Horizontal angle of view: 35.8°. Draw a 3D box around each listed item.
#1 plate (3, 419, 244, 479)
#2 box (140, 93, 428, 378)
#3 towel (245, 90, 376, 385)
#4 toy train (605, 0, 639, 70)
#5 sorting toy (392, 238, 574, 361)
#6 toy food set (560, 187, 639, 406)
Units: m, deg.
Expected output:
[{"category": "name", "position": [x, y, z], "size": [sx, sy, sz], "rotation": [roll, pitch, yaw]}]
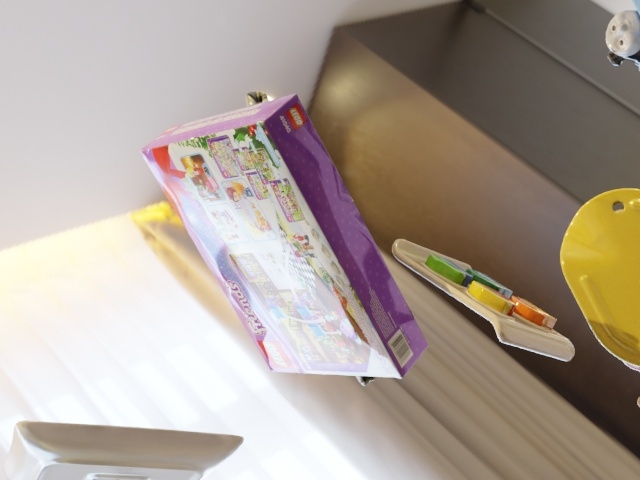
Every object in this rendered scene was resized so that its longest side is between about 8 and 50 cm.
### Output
[{"category": "plate", "position": [-0.265, 0.296, 1.289], "size": [0.277, 0.045, 0.278], "rotation": [8, -27, -18]}, {"category": "box", "position": [-0.038, 0.006, 0.996], "size": [0.057, 0.201, 0.293], "rotation": [-44, -64, -36]}, {"category": "towel", "position": [0.000, 0.000, 1.304], "size": [0.056, 0.324, 0.312], "rotation": [-23, -33, -10]}, {"category": "toy train", "position": [0.310, -0.165, 0.803], "size": [0.184, 0.080, 0.105], "rotation": [10, -40, -37]}, {"category": "sorting toy", "position": [0.211, 0.069, 1.255], "size": [0.193, 0.208, 0.038], "rotation": [20, -74, -47]}, {"category": "toy food set", "position": [0.321, 0.058, 0.965], "size": [0.128, 0.218, 0.071], "rotation": [-26, -17, 11]}]
